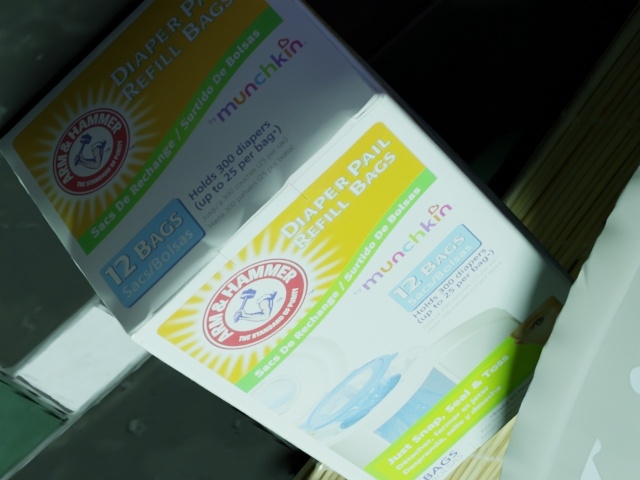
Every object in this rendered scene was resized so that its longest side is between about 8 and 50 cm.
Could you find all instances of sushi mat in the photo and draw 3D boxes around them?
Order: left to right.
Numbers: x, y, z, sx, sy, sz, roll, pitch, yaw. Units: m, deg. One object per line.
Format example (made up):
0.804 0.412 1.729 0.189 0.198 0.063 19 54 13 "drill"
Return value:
0.117 0.001 0.846 0.151 0.019 0.316 9 123 -46 "sushi mat"

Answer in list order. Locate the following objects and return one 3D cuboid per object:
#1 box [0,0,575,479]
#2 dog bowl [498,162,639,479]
0.000 0.000 0.677 0.114 0.103 0.203 -43 143 5 "box"
0.210 0.004 0.755 0.349 0.102 0.349 -46 156 -28 "dog bowl"
